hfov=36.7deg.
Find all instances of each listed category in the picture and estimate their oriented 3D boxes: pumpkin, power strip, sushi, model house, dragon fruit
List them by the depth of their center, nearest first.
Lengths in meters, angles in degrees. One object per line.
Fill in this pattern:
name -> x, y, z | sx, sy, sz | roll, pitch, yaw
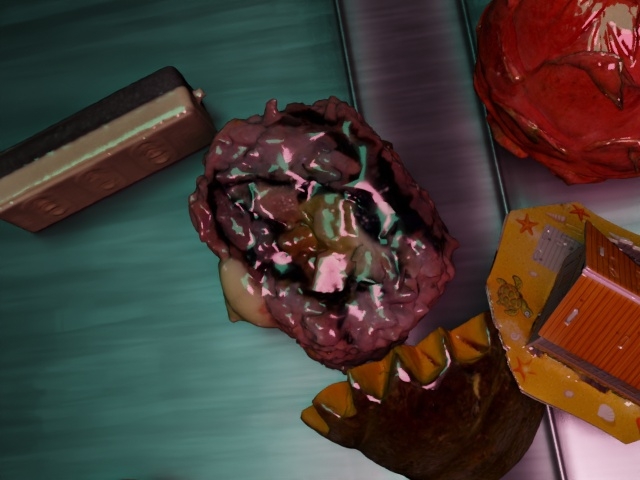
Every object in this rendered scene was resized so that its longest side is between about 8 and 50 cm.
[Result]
model house -> 0.263, 0.048, 0.853 | 0.219, 0.136, 0.207 | 30, 69, 0
dragon fruit -> 0.256, -0.168, 0.894 | 0.240, 0.252, 0.241 | -4, 33, 3
pumpkin -> 0.114, 0.170, 0.911 | 0.254, 0.130, 0.149 | -26, 75, 3
sushi -> 0.000, 0.000, 0.943 | 0.236, 0.171, 0.270 | -34, 80, 2
power strip -> -0.235, -0.096, 1.036 | 0.256, 0.105, 0.070 | -28, 77, 4

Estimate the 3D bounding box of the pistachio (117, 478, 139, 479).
pistachio -> -0.212, 0.332, 0.923 | 0.229, 0.157, 0.157 | -40, 75, 8
